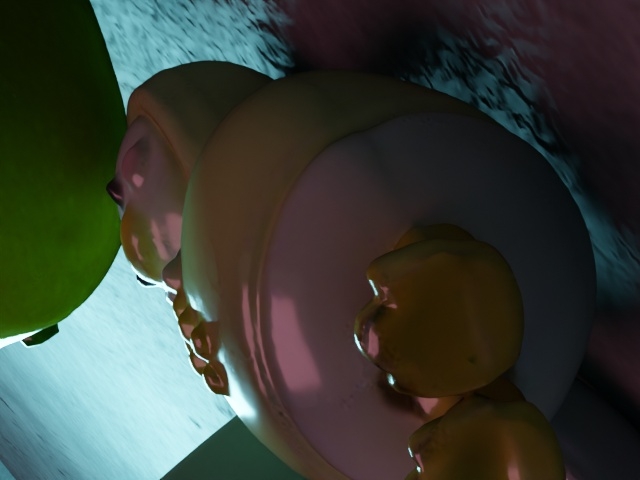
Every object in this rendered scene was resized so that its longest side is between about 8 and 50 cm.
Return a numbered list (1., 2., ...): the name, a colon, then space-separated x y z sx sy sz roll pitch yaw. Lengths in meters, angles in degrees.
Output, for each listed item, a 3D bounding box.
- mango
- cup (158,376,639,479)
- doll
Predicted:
1. mango: -0.193 -0.114 0.741 0.343 0.156 0.192 59 167 7
2. cup: 0.068 0.206 0.708 0.327 0.237 0.323 47 133 12
3. doll: -0.010 0.006 0.604 0.296 0.117 0.141 19 137 59
